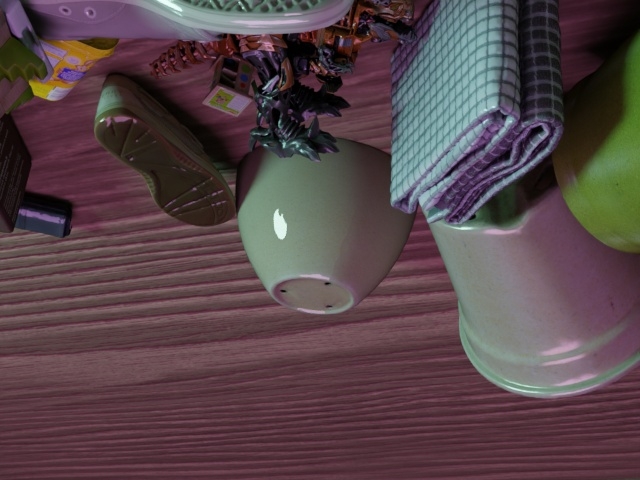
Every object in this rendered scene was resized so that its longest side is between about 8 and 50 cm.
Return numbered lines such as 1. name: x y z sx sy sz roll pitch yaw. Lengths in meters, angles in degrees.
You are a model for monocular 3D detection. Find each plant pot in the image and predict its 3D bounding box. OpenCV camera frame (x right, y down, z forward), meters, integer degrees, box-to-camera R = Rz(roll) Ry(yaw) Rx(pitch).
1. plant pot: 0.457 -0.127 1.418 0.366 0.366 0.353 19 162 -21
2. plant pot: 0.000 0.000 1.895 0.284 0.191 0.284 6 153 3
3. plant pot: 0.292 -0.007 1.718 0.334 0.334 0.305 -8 137 28

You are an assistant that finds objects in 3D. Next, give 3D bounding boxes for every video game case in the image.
1. video game case: -0.419 -0.291 1.467 0.227 0.026 0.206 36 168 8

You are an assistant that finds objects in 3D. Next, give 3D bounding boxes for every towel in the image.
1. towel: 0.184 -0.171 1.480 0.121 0.235 0.284 10 153 -17

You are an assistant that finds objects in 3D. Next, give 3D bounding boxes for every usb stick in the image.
1. usb stick: -0.546 -0.058 2.077 0.278 0.045 0.077 13 153 -9

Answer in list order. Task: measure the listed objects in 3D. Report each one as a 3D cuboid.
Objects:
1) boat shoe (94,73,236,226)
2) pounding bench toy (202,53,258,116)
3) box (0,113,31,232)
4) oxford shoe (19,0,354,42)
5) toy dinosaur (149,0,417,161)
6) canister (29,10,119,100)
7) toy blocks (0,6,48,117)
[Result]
1. boat shoe: -0.216 -0.125 1.816 0.109 0.098 0.302 -21 141 21
2. pounding bench toy: -0.104 -0.204 1.665 0.083 0.065 0.052 20 150 -20
3. box: -0.557 -0.161 1.789 0.191 0.143 0.381 4 151 7
4. oxford shoe: -0.166 -0.288 1.421 0.449 0.169 0.130 6 150 20
5. toy dinosaur: -0.041 -0.232 1.546 0.322 0.164 0.218 7 125 31
6. canister: -0.348 -0.254 1.626 0.126 0.073 0.170 22 150 -26
7. toy blocks: -0.466 -0.151 1.430 0.191 0.261 0.381 38 168 1
